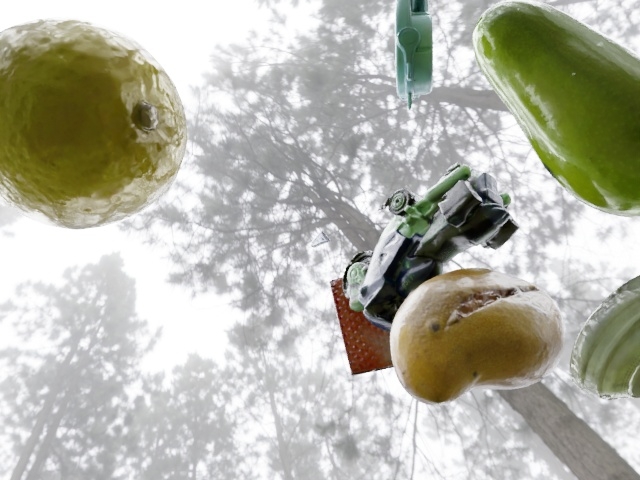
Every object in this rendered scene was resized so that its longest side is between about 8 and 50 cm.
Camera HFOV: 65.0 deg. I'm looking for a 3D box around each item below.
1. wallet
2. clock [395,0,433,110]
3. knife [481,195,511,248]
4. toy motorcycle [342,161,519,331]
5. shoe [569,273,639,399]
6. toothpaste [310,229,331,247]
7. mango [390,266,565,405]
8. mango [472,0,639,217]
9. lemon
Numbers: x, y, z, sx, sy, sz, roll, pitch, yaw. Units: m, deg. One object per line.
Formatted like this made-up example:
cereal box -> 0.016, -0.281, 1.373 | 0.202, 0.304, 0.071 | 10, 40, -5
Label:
wallet -> 0.083, 0.144, 0.914 | 0.103, 0.196, 0.020 | -12, -35, -1
clock -> 0.235, -0.465, 1.253 | 0.094, 0.274, 0.223 | -2, -27, 10
knife -> 0.364, -0.039, 1.043 | 0.018, 0.031, 0.121 | 18, -81, -25
toy motorcycle -> 0.155, 0.026, 0.804 | 0.125, 0.196, 0.331 | 24, -54, -33
shoe -> 0.390, 0.084, 0.428 | 0.316, 0.159, 0.124 | -26, -58, -7
toothpaste -> 0.000, 0.000, 0.881 | 0.015, 0.083, 0.024 | -41, -89, -19
mango -> 0.204, 0.112, 0.640 | 0.295, 0.177, 0.120 | -3, -49, -42
mango -> 0.288, -0.151, 0.554 | 0.293, 0.175, 0.143 | 50, -44, 12
lemon -> -0.375, -0.179, 0.791 | 0.348, 0.348, 0.348 | -4, -69, -12
